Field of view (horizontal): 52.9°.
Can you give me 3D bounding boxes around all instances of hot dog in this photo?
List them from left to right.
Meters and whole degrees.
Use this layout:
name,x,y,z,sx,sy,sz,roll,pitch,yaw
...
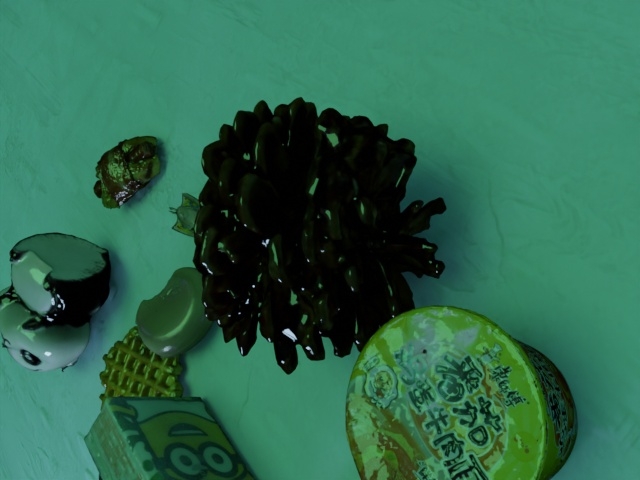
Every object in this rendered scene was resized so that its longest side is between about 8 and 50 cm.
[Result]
name,x,y,z,sx,sy,sz,roll,pitch,yaw
hot dog,-0.470,-0.169,1.540,0.213,0.103,0.146,-39,56,26

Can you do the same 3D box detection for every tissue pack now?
name,x,y,z,sx,sy,sz,roll,pitch,yaw
tissue pack,-0.244,0.416,1.122,0.311,0.228,0.128,43,107,38

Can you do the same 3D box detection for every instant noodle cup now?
name,x,y,z,sx,sy,sz,roll,pitch,yaw
instant noodle cup,0.192,0.218,0.811,0.264,0.200,0.265,-10,74,38

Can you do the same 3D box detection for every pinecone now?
name,x,y,z,sx,sy,sz,roll,pitch,yaw
pinecone,0.000,0.000,0.932,0.397,0.397,0.398,-11,73,39

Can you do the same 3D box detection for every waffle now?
name,x,y,z,sx,sy,sz,roll,pitch,yaw
waffle,-0.393,0.306,1.389,0.291,0.051,0.291,-14,67,38

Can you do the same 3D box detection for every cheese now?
name,x,y,z,sx,sy,sz,roll,pitch,yaw
cheese,-0.251,0.107,1.301,0.286,0.082,0.163,-46,53,5

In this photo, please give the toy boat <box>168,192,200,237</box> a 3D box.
name,x,y,z,sx,sy,sz,roll,pitch,yaw
toy boat,-0.233,-0.034,1.328,0.210,0.066,0.084,24,97,41

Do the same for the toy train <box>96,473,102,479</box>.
name,x,y,z,sx,sy,sz,roll,pitch,yaw
toy train,-0.407,0.548,1.300,0.080,0.125,0.194,-17,69,33

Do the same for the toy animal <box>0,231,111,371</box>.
name,x,y,z,sx,sy,sz,roll,pitch,yaw
toy animal,-0.638,0.162,1.535,0.251,0.250,0.310,46,121,37
